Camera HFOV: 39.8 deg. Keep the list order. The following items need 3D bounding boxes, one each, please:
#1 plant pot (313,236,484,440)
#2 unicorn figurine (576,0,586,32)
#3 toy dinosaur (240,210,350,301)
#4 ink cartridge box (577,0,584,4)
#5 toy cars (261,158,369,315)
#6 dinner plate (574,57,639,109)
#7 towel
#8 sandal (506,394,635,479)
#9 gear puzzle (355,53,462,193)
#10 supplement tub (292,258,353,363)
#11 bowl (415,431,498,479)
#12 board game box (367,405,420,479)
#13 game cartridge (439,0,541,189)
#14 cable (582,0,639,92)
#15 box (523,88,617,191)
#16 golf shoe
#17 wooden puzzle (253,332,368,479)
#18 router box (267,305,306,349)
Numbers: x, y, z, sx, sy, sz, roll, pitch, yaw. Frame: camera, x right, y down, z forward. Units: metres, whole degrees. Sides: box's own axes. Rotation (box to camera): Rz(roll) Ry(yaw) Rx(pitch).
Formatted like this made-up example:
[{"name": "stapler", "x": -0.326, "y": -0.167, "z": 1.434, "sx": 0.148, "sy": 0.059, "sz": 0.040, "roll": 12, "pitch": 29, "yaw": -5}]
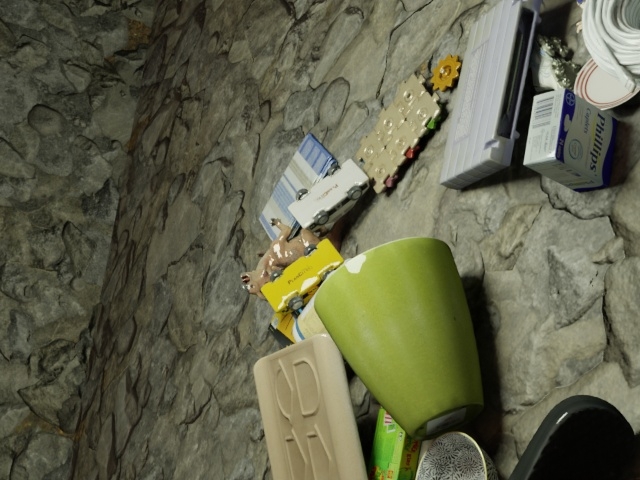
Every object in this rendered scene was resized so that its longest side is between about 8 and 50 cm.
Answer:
[{"name": "plant pot", "x": 0.167, "y": 0.191, "z": 1.565, "sx": 0.275, "sy": 0.274, "sz": 0.294, "roll": -46, "pitch": 54, "yaw": 34}, {"name": "unicorn figurine", "x": 0.514, "y": -0.438, "z": 1.550, "sx": 0.111, "sy": 0.060, "sz": 0.162, "roll": 27, "pitch": 110, "yaw": 53}, {"name": "toy dinosaur", "x": -0.046, "y": 0.043, "z": 2.065, "sx": 0.295, "sy": 0.127, "sz": 0.200, "roll": -21, "pitch": 51, "yaw": -3}, {"name": "ink cartridge box", "x": 0.502, "y": -0.551, "z": 1.577, "sx": 0.224, "sy": 0.045, "sz": 0.223, "roll": -53, "pitch": 16, "yaw": 27}, {"name": "toy cars", "x": 0.000, "y": 0.000, "z": 1.980, "sx": 0.176, "sy": 0.087, "sz": 0.394, "roll": 5, "pitch": 64, "yaw": 26}, {"name": "dinner plate", "x": 0.495, "y": -0.274, "z": 1.489, "sx": 0.141, "sy": 0.017, "sz": 0.141, "roll": -27, "pitch": 45, "yaw": 30}, {"name": "towel", "x": -0.063, "y": -0.127, "z": 2.313, "sx": 0.285, "sy": 0.034, "sz": 0.209, "roll": -60, "pitch": 29, "yaw": 13}, {"name": "sandal", "x": 0.299, "y": 0.418, "z": 1.309, "sx": 0.446, "sy": 0.167, "sz": 0.107, "roll": -55, "pitch": 9, "yaw": 9}, {"name": "gear puzzle", "x": 0.205, "y": -0.271, "z": 1.958, "sx": 0.339, "sy": 0.044, "sz": 0.175, "roll": -54, "pitch": 37, "yaw": 24}, {"name": "supplement tub", "x": 0.048, "y": 0.151, "z": 1.854, "sx": 0.200, "sy": 0.144, "sz": 0.144, "roll": -54, "pitch": 33, "yaw": 23}, {"name": "bowl", "x": 0.239, "y": 0.406, "z": 1.453, "sx": 0.170, "sy": 0.080, "sz": 0.170, "roll": -35, "pitch": 45, "yaw": 44}, {"name": "board game box", "x": 0.141, "y": 0.389, "z": 1.659, "sx": 0.092, "sy": 0.043, "sz": 0.181, "roll": -11, "pitch": 63, "yaw": 57}, {"name": "game cartridge", "x": 0.326, "y": -0.286, "z": 1.698, "sx": 0.230, "sy": 0.068, "sz": 0.355, "roll": 143, "pitch": 142, "yaw": -75}, {"name": "cable", "x": 0.541, "y": -0.366, "z": 1.397, "sx": 0.257, "sy": 0.089, "sz": 0.257, "roll": -46, "pitch": 42, "yaw": 20}, {"name": "box", "x": 0.413, "y": -0.163, "z": 1.456, "sx": 0.072, "sy": 0.137, "sz": 0.126, "roll": -9, "pitch": 65, "yaw": 55}, {"name": "golf shoe", "x": 0.426, "y": -0.295, "z": 1.609, "sx": 0.176, "sy": 0.069, "sz": 0.086, "roll": -97, "pitch": 22, "yaw": -47}, {"name": "wooden puzzle", "x": -0.011, "y": 0.368, "z": 1.787, "sx": 0.348, "sy": 0.080, "sz": 0.322, "roll": -30, "pitch": 69, "yaw": 58}, {"name": "router box", "x": -0.049, "y": 0.196, "z": 2.080, "sx": 0.133, "sy": 0.046, "sz": 0.179, "roll": -64, "pitch": 31, "yaw": 9}]
